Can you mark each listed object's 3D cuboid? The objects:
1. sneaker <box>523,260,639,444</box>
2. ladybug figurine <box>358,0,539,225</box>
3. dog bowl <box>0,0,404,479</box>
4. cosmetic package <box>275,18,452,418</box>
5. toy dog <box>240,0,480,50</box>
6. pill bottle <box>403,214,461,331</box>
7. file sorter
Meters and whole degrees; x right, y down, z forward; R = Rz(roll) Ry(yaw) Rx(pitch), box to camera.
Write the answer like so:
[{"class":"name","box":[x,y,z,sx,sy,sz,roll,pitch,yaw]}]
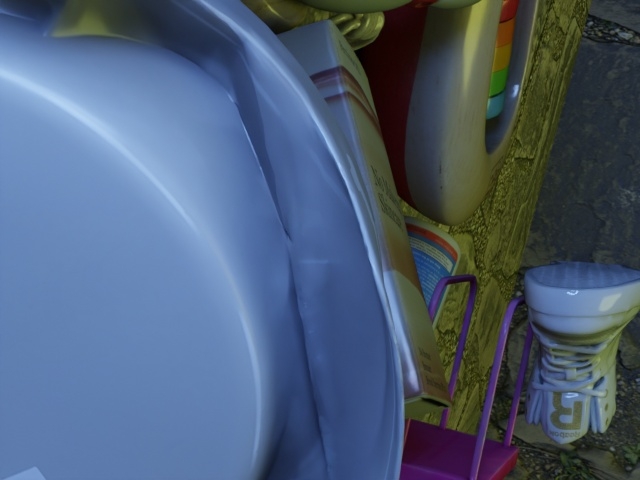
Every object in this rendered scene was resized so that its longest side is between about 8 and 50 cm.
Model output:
[{"class":"sneaker","box":[0.235,0.106,1.054,0.292,0.108,0.169,-1,96,-73]},{"class":"ladybug figurine","box":[0.142,-0.224,1.327,0.305,0.162,0.449,-46,146,-58]},{"class":"dog bowl","box":[-0.133,0.029,0.454,0.102,0.349,0.348,-68,165,-60]},{"class":"cosmetic package","box":[0.000,0.000,0.922,0.153,0.129,0.296,34,41,-73]},{"class":"toy dog","box":[0.033,-0.267,0.980,0.334,0.220,0.161,-20,93,-77]},{"class":"pill bottle","box":[0.088,0.089,1.485,0.124,0.124,0.221,73,36,-59]},{"class":"file sorter","box":[0.046,0.107,1.112,0.202,0.291,0.182,3,99,-72]}]
